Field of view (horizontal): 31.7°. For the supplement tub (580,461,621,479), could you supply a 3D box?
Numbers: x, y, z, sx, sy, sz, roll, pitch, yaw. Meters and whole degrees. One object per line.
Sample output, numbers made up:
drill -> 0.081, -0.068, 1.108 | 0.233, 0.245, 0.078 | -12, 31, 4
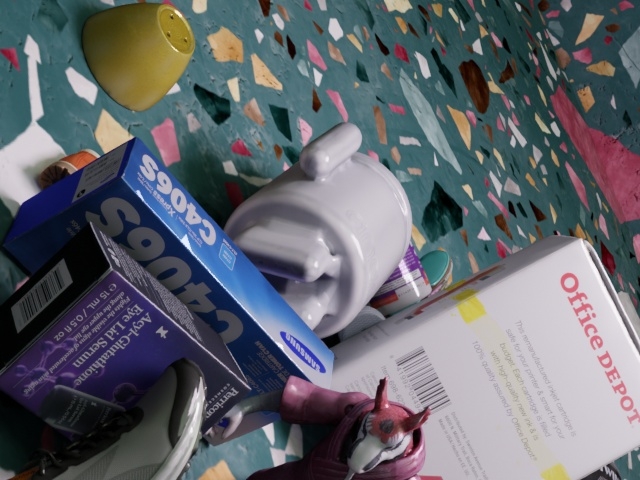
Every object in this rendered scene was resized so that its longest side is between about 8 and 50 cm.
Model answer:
supplement tub -> 0.370, 0.454, 1.759 | 0.207, 0.207, 0.338 | 49, 33, -29

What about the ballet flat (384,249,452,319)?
ballet flat -> 0.162, 0.099, 1.822 | 0.221, 0.076, 0.079 | -53, 134, -53

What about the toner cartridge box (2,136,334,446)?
toner cartridge box -> -0.151, 0.066, 1.197 | 0.348, 0.165, 0.075 | 49, 29, -28

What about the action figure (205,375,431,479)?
action figure -> 0.029, 0.264, 1.141 | 0.275, 0.370, 0.248 | -2, 53, -36

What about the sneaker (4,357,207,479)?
sneaker -> -0.199, 0.206, 0.974 | 0.108, 0.100, 0.271 | 45, 73, -18

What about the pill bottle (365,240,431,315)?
pill bottle -> 0.083, 0.011, 1.699 | 0.108, 0.108, 0.194 | -26, 93, -62

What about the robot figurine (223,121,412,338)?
robot figurine -> 0.000, 0.000, 1.470 | 0.353, 0.199, 0.300 | -44, 149, -60

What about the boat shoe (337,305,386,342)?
boat shoe -> 0.118, 0.221, 1.607 | 0.094, 0.109, 0.302 | -89, 155, -82

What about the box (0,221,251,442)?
box -> -0.194, 0.112, 1.075 | 0.207, 0.153, 0.108 | 45, 2, -33

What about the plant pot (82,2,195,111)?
plant pot -> -0.212, -0.240, 1.395 | 0.134, 0.095, 0.134 | 40, 38, -41

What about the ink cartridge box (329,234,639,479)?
ink cartridge box -> 0.219, 0.200, 1.482 | 0.279, 0.384, 0.160 | 63, -3, -5

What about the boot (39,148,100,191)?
boot -> -0.235, -0.030, 1.245 | 0.158, 0.059, 0.085 | 58, 24, -13
